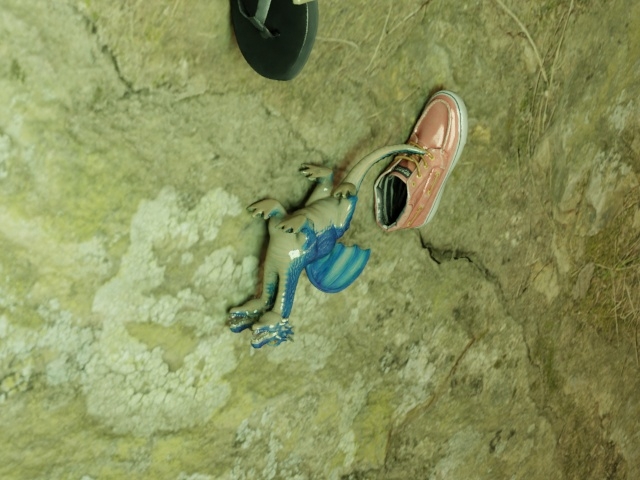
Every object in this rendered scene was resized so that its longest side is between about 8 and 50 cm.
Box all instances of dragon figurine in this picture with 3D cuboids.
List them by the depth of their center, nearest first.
[{"bbox_3d":[0.000,0.000,1.582,0.289,0.085,0.144,-40,139,-32],"label":"dragon figurine"}]

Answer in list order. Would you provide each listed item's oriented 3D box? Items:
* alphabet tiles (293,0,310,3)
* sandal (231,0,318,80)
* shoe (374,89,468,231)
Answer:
[{"bbox_3d":[0.025,-0.377,1.340,0.342,0.011,0.285,-31,124,-60],"label":"alphabet tiles"},{"bbox_3d":[-0.055,-0.275,1.332,0.054,0.097,0.254,-21,117,-48],"label":"sandal"},{"bbox_3d":[0.119,-0.093,1.705,0.081,0.063,0.178,-14,126,-56],"label":"shoe"}]
